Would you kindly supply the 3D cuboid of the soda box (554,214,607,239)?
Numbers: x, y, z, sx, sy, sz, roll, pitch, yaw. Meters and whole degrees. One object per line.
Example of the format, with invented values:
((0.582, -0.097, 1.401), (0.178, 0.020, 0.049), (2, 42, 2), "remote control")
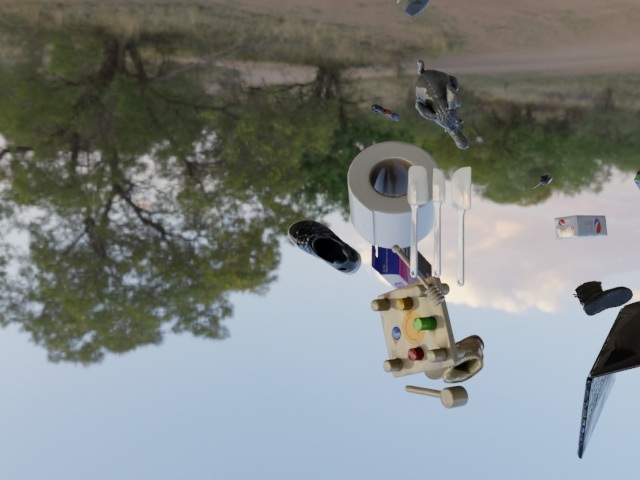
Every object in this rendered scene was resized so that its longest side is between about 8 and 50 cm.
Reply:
((0.805, -0.041, 2.004), (0.216, 0.069, 0.073), (-3, 176, -45), "soda box")

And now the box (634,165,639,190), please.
((0.964, -0.200, 1.544), (0.177, 0.279, 0.290), (36, 167, -38), "box")

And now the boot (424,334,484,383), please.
((0.406, 0.388, 2.023), (0.236, 0.089, 0.269), (-40, 174, 17), "boot")

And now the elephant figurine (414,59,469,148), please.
((0.395, -0.436, 2.100), (0.185, 0.169, 0.239), (6, -135, -15), "elephant figurine")

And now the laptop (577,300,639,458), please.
((0.534, 0.212, 1.073), (0.136, 0.264, 0.234), (13, -148, 33), "laptop")

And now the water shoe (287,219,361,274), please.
((0.000, 0.000, 1.361), (0.203, 0.073, 0.080), (28, 175, 35), "water shoe")

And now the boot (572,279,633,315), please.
((0.663, 0.125, 1.533), (0.121, 0.045, 0.099), (-29, -164, 20), "boot")

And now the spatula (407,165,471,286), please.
((0.242, -0.033, 1.347), (0.019, 0.242, 0.168), (-9, -169, -44), "spatula")

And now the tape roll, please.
((0.197, -0.123, 1.755), (0.246, 0.246, 0.169), (6, 149, 9), "tape roll")

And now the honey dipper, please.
((0.210, 0.071, 1.409), (0.030, 0.030, 0.161), (-14, -119, -52), "honey dipper")

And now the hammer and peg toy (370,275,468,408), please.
((0.278, 0.306, 1.860), (0.127, 0.362, 0.266), (0, 163, -38), "hammer and peg toy")

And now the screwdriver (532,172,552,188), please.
((0.477, -0.125, 1.412), (0.025, 0.024, 0.170), (-39, 172, 36), "screwdriver")

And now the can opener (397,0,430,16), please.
((0.274, -0.673, 1.570), (0.093, 0.280, 0.074), (31, -129, -8), "can opener")

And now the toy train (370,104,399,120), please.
((0.249, -0.484, 2.454), (0.036, 0.027, 0.158), (0, 172, 44), "toy train")

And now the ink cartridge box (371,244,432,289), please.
((0.279, 0.086, 2.181), (0.069, 0.176, 0.371), (-15, 145, 30), "ink cartridge box")
